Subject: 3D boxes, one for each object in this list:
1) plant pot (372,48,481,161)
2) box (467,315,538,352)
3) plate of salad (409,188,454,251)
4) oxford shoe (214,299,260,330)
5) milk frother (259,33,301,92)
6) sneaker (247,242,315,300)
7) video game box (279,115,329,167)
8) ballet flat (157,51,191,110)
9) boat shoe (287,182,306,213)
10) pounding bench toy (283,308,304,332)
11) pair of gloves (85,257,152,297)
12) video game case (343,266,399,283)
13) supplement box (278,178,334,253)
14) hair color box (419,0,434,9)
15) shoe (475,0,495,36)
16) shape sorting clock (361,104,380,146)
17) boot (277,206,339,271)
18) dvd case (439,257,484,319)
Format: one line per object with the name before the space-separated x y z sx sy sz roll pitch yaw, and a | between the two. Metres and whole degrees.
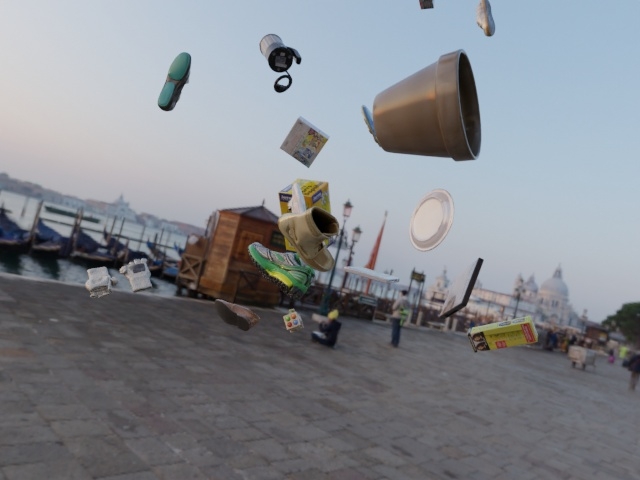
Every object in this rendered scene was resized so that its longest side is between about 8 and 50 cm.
plant pot | 0.322 -0.390 1.501 0.280 0.323 0.323 -4 -12 28
box | 0.672 0.349 1.803 0.232 0.087 0.058 -18 8 30
plate of salad | 0.342 -0.060 1.484 0.048 0.200 0.200 17 -4 -25
oxford shoe | -0.313 0.272 1.820 0.212 0.076 0.076 23 29 33
milk frother | -0.146 -0.592 1.635 0.129 0.143 0.134 18 30 -33
sneaker | -0.157 0.100 1.934 0.343 0.146 0.134 33 -23 33
video game box | -0.081 -0.502 2.495 0.187 0.205 0.048 36 35 -4
ballet flat | -0.656 -0.715 2.213 0.095 0.280 0.096 27 0 12
boat shoe | -0.090 -0.126 1.801 0.063 0.184 0.066 -16 -19 11
pounding bench toy | -0.102 0.280 1.758 0.052 0.083 0.065 -21 -24 3
pair of gloves | -0.794 0.145 1.915 0.240 0.042 0.204 -8 32 -19
video game case | 0.213 0.140 2.002 0.190 0.022 0.173 15 3 25
supplement box | -0.068 -0.114 2.512 0.195 0.356 0.194 10 33 27
hair color box | 0.397 -0.962 1.807 0.053 0.167 0.093 2 -2 18
shoe | 0.703 -0.947 2.090 0.058 0.219 0.076 -22 -38 40
shape sorting clock | 0.226 -0.486 2.088 0.040 0.206 0.206 -30 -22 20
boot | 0.000 0.000 1.618 0.203 0.095 0.262 -12 -58 52
dvd case | 0.492 0.176 1.716 0.022 0.180 0.253 26 -20 5
